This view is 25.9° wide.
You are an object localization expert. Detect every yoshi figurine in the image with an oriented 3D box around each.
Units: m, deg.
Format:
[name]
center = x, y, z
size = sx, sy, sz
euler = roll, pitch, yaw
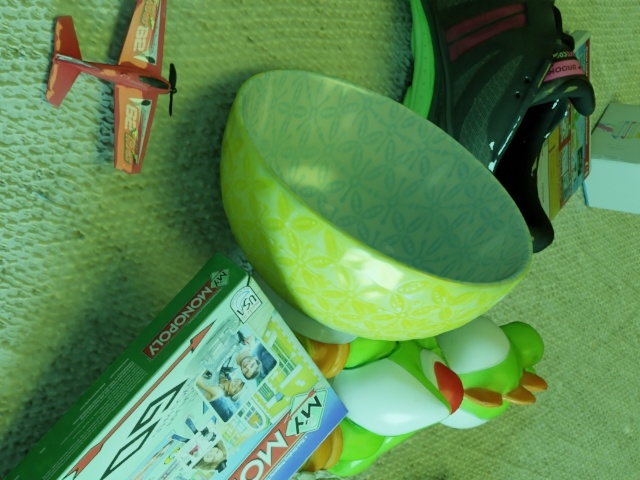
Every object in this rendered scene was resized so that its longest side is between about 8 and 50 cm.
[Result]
[yoshi figurine]
center = 0.064, 0.123, 1.405
size = 0.362, 0.203, 0.203
euler = -2, 60, -43

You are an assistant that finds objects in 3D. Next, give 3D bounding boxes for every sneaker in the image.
[sneaker]
center = 0.192, -0.208, 1.432
size = 0.185, 0.202, 0.483
euler = -20, 115, -54

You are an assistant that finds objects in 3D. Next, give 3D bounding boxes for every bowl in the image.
[bowl]
center = 0.023, -0.004, 1.223
size = 0.289, 0.289, 0.156
euler = -18, 146, -54

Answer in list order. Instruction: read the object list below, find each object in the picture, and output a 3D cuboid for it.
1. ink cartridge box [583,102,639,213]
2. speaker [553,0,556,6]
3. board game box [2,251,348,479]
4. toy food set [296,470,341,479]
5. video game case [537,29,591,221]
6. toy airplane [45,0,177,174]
[ink cartridge box]
center = 0.428, -0.120, 1.923
size = 0.143, 0.090, 0.092
euler = -54, 140, -36
[speaker]
center = 0.248, -0.270, 1.639
size = 0.055, 0.055, 0.136
euler = 10, 90, -57
[board game box]
center = -0.131, 0.190, 1.101
size = 0.317, 0.046, 0.213
euler = -48, 137, -14
[toy food set]
center = -0.065, 0.279, 1.283
size = 0.192, 0.038, 0.132
euler = -52, 157, 4
[video game case]
center = 0.280, -0.121, 1.723
size = 0.285, 0.025, 0.204
euler = -42, 134, -51
[toy airplane]
center = -0.160, -0.126, 1.073
size = 0.151, 0.028, 0.151
euler = -18, 112, -54
